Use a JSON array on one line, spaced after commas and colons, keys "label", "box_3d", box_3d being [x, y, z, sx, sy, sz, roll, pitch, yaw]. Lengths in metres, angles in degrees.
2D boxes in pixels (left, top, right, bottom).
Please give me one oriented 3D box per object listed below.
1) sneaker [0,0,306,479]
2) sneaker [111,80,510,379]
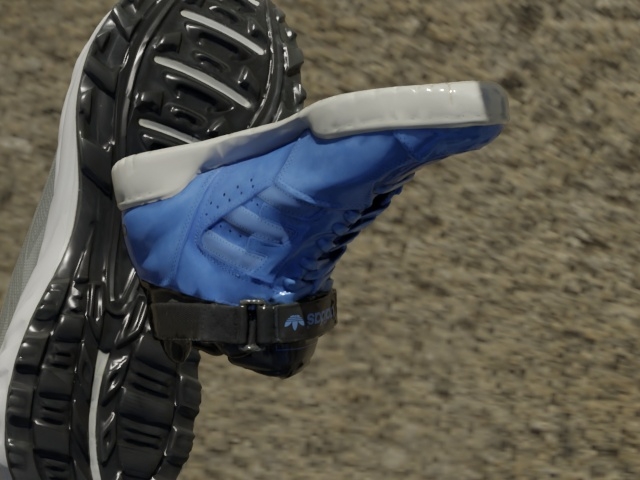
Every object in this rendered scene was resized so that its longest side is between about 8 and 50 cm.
[{"label": "sneaker", "box_3d": [-0.088, -0.003, 0.780, 0.108, 0.100, 0.271, -27, 41, 61]}, {"label": "sneaker", "box_3d": [0.000, 0.000, 0.591, 0.152, 0.058, 0.084, -13, 87, 30]}]
